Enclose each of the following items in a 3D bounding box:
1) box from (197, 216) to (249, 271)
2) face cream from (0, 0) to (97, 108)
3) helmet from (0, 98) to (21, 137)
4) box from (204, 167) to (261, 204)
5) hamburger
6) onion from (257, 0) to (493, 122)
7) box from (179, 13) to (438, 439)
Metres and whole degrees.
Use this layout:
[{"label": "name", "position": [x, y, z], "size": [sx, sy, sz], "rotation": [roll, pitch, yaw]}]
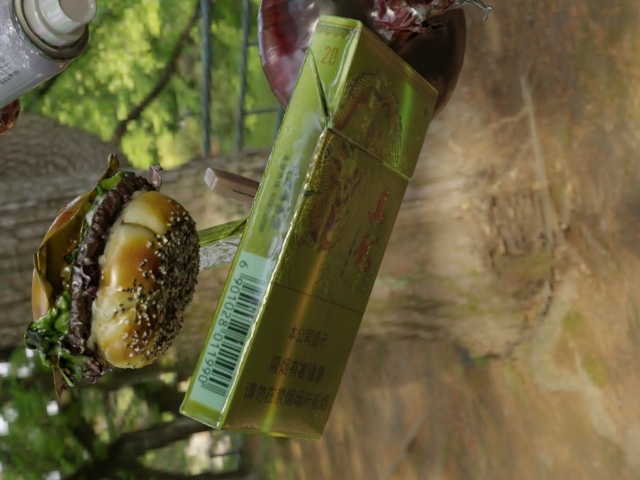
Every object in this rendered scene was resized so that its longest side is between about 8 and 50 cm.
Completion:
[{"label": "box", "position": [-0.118, 0.008, 1.285], "size": [0.121, 0.193, 0.030], "rotation": [-45, -62, -71]}, {"label": "face cream", "position": [-0.256, -0.137, 0.926], "size": [0.229, 0.075, 0.075], "rotation": [-21, 75, 37]}, {"label": "helmet", "position": [-0.327, -0.138, 1.220], "size": [0.065, 0.049, 0.084], "rotation": [56, 132, 14]}, {"label": "box", "position": [-0.092, -0.065, 1.559], "size": [0.025, 0.115, 0.048], "rotation": [-64, 25, 17]}, {"label": "hamburger", "position": [-0.151, 0.033, 0.915], "size": [0.164, 0.093, 0.189], "rotation": [86, -158, -47]}, {"label": "onion", "position": [0.065, -0.252, 1.433], "size": [0.285, 0.273, 0.273], "rotation": [-10, 89, 61]}, {"label": "box", "position": [0.000, 0.000, 0.940], "size": [0.173, 0.043, 0.311], "rotation": [25, -96, -63]}]
